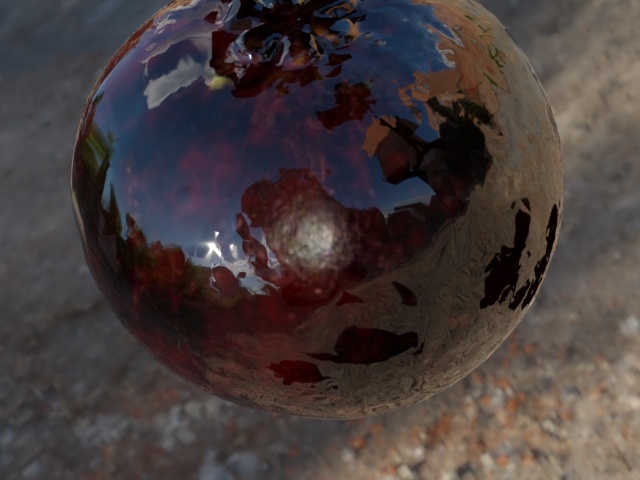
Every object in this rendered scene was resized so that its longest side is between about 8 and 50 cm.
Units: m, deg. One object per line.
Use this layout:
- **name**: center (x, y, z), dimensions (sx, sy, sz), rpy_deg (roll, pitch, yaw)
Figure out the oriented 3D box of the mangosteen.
- **mangosteen**: center (0.000, 0.000, 0.820), dimensions (0.235, 0.261, 0.235), rpy_deg (-4, 42, 3)
